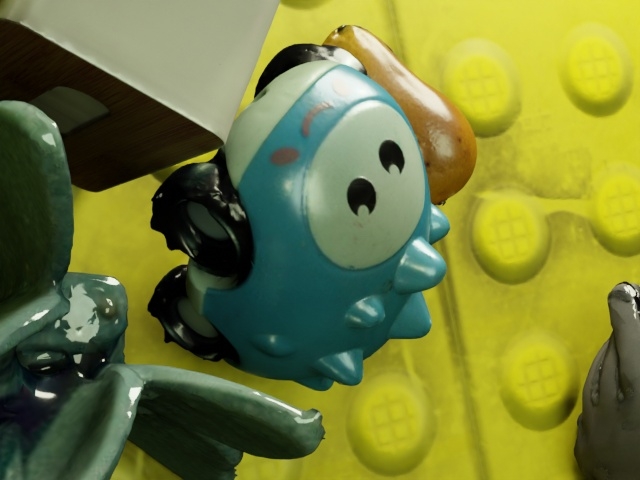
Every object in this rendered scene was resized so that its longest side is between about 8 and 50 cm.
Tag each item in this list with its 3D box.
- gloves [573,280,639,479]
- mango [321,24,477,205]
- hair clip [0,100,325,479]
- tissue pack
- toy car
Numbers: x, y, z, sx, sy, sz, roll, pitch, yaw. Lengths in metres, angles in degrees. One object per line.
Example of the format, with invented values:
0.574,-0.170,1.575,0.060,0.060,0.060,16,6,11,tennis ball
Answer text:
0.288,0.173,1.266,0.119,0.142,0.285,-12,90,-57,gloves
0.051,-0.092,1.190,0.105,0.084,0.159,-43,85,-9,mango
-0.205,0.102,0.898,0.238,0.318,0.392,-46,108,-24,hair clip
-0.151,-0.139,0.989,0.159,0.246,0.136,29,71,-22,tissue pack
0.000,0.000,1.050,0.190,0.255,0.188,29,54,14,toy car
